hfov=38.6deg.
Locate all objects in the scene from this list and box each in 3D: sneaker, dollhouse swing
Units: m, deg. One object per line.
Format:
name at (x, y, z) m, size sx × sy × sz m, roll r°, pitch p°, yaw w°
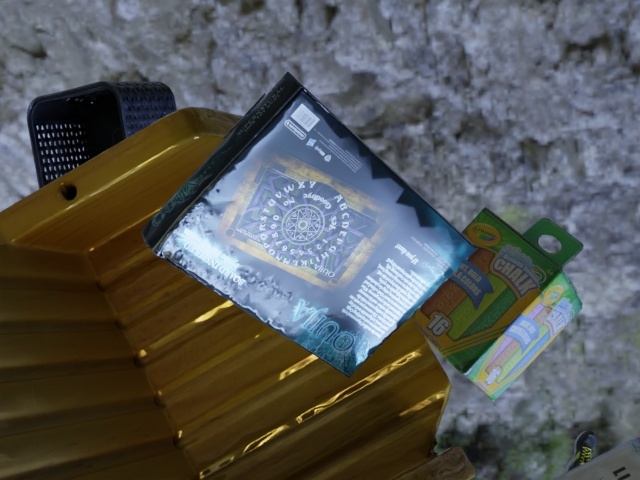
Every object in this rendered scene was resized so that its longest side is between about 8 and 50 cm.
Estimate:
sneaker at (0.389, 0.322, 1.348) m, size 0.035 × 0.031 × 0.083 m, roll -105°, pitch -148°, yaw -79°
dollhouse swing at (-0.103, 0.076, 0.620) m, size 0.347 × 0.315 × 0.305 m, roll 61°, pitch 2°, yaw 16°

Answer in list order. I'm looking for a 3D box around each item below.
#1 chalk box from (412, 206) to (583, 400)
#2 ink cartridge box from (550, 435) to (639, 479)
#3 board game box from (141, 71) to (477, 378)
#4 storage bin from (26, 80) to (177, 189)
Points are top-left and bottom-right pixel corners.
chalk box at (0.219, 0.061, 1.098) m, size 0.132 × 0.213 × 0.132 m, roll 42°, pitch 0°, yaw 35°
ink cartridge box at (0.331, 0.291, 0.844) m, size 0.119 × 0.353 × 0.207 m, roll 85°, pitch -21°, yaw -57°
board game box at (0.000, 0.000, 0.563) m, size 0.186 × 0.126 × 0.026 m, roll 38°, pitch 9°, yaw -39°
storage bin at (-0.203, -0.059, 0.897) m, size 0.084 × 0.122 × 0.180 m, roll -18°, pitch 100°, yaw -60°
